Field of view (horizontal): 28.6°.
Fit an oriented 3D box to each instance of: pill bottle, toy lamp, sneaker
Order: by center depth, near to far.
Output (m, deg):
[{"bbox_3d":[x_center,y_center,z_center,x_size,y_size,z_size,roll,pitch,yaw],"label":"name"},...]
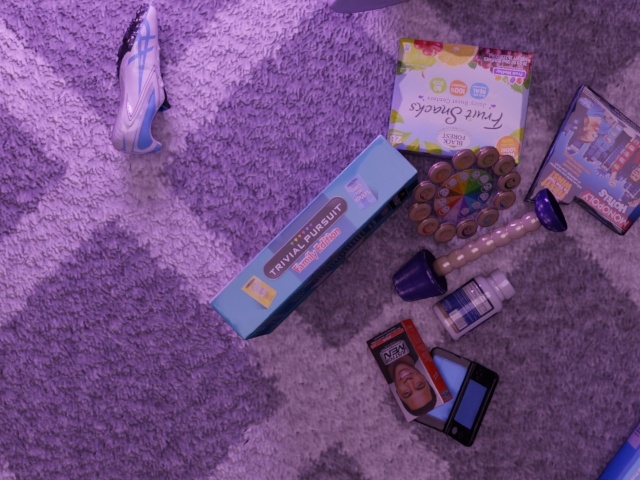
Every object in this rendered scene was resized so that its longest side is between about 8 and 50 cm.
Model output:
[{"bbox_3d":[0.237,0.015,1.902,0.275,0.080,0.080,-27,88,20],"label":"toy lamp"},{"bbox_3d":[0.237,0.095,1.929,0.120,0.067,0.067,-34,88,3],"label":"pill bottle"},{"bbox_3d":[-0.275,-0.251,1.963,0.086,0.085,0.237,7,87,-23],"label":"sneaker"}]

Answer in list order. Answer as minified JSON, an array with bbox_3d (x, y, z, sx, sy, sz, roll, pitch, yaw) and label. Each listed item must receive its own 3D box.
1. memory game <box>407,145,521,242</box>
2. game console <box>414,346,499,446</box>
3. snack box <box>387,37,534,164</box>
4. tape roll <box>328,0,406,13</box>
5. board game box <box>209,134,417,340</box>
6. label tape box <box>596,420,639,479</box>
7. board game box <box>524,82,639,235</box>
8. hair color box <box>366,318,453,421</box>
[{"bbox_3d":[0.218,-0.067,1.892,0.186,0.186,0.012,-30,48,3],"label":"memory game"},{"bbox_3d":[0.203,0.240,1.932,0.071,0.107,0.122,21,92,-25],"label":"game console"},{"bbox_3d":[0.213,-0.211,1.930,0.207,0.070,0.174,8,90,5],"label":"snack box"},{"bbox_3d":[0.134,-0.428,1.828,0.286,0.286,0.100,-18,88,3],"label":"tape roll"},{"bbox_3d":[0.000,0.000,1.851,0.336,0.254,0.079,-45,85,2],"label":"board game box"},{"bbox_3d":[0.609,0.407,1.886,0.348,0.115,0.249,35,92,0],"label":"label tape box"},{"bbox_3d":[0.414,-0.104,1.923,0.194,0.060,0.194,40,93,3],"label":"board game box"},{"bbox_3d":[0.137,0.199,1.929,0.072,0.043,0.141,-32,80,23],"label":"hair color box"}]
